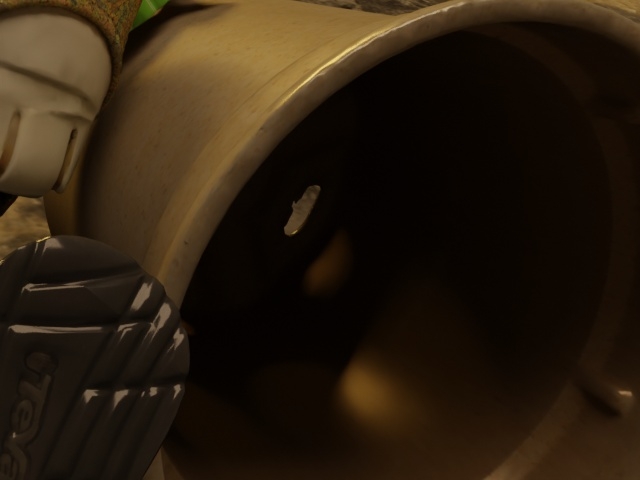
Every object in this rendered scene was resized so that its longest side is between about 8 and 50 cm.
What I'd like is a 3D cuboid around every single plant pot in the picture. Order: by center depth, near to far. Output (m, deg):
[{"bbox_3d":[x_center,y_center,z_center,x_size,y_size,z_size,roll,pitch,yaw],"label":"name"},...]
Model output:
[{"bbox_3d":[0.000,0.000,0.746,0.333,0.334,0.305,-2,22,-30],"label":"plant pot"}]

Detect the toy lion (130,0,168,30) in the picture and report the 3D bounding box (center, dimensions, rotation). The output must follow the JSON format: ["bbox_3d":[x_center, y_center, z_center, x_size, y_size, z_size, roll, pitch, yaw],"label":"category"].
[{"bbox_3d":[-0.107,-0.139,0.773,0.096,0.034,0.100,-37,23,-5],"label":"toy lion"}]

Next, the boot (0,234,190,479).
[{"bbox_3d":[-0.181,0.152,0.528,0.118,0.338,0.222,41,-21,-16],"label":"boot"}]

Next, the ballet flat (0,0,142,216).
[{"bbox_3d":[-0.189,-0.038,0.688,0.123,0.348,0.123,41,18,-17],"label":"ballet flat"}]
